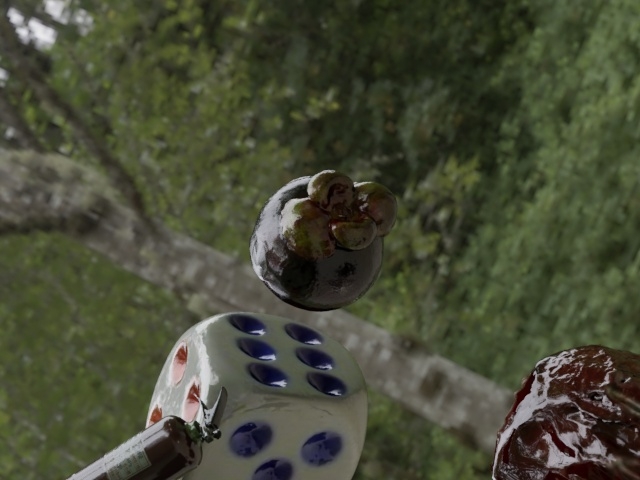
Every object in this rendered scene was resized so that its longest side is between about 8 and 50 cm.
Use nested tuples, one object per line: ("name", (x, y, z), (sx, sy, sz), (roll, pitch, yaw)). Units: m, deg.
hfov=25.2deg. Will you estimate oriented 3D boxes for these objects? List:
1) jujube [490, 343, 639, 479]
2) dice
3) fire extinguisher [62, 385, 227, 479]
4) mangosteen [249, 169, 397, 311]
("jujube", (0.368, 0.277, 1.660), (0.258, 0.376, 0.258), (-25, -48, -31))
("dice", (-0.111, 0.313, 2.418), (0.304, 0.304, 0.277), (-66, 26, 24))
("fire extinguisher", (-0.201, 0.247, 1.653), (0.231, 0.099, 0.071), (-34, -57, 6))
("mangosteen", (0.000, 0.000, 2.017), (0.210, 0.209, 0.210), (-50, -25, -35))
